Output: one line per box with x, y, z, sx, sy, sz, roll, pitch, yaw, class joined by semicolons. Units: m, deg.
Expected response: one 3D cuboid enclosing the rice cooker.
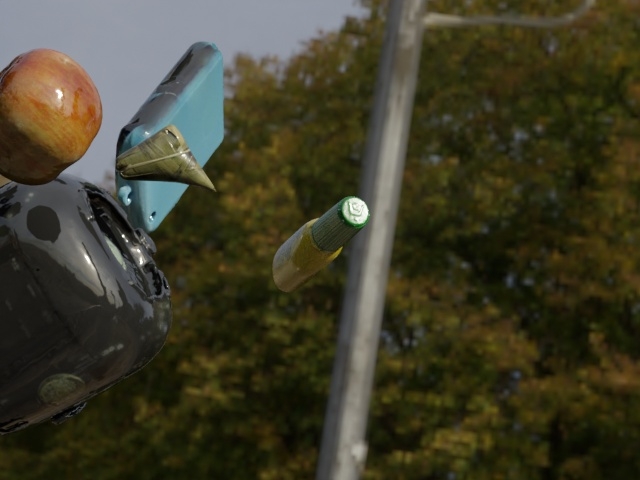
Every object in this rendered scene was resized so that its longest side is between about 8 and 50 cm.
-0.289;0.060;1.573;0.224;0.267;0.267;-34;-36;7;rice cooker

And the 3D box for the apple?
-0.259;-0.116;1.389;0.102;0.126;0.126;40;-34;-19;apple

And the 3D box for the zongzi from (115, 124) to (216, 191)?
-0.160;-0.066;1.532;0.076;0.083;0.040;-32;8;-2;zongzi

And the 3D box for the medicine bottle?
0.000;0.000;2.132;0.064;0.095;0.260;32;-27;-8;medicine bottle

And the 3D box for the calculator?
-0.188;-0.132;1.925;0.051;0.293;0.173;16;-48;14;calculator
